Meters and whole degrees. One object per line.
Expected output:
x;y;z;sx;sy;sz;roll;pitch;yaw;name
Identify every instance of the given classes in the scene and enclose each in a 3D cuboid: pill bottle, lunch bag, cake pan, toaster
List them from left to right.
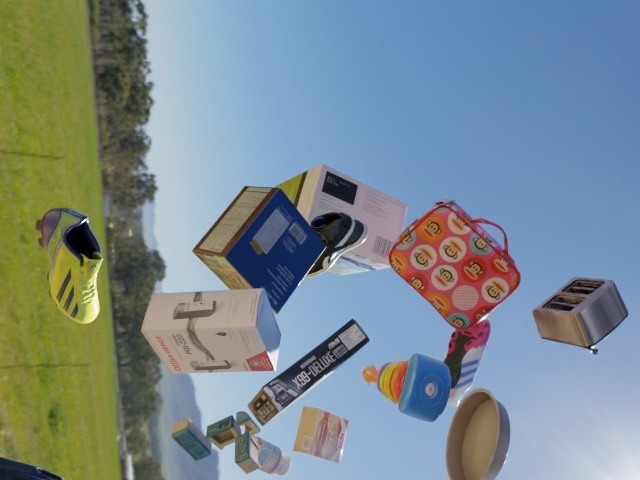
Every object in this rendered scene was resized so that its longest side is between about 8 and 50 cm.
-0.173;0.682;1.894;0.087;0.160;0.087;-37;-148;28;pill bottle
0.344;0.048;1.492;0.293;0.258;0.120;46;17;3;lunch bag
0.456;0.578;1.738;0.293;0.054;0.293;-160;-90;-81;cake pan
0.652;0.182;1.502;0.110;0.168;0.186;62;-20;-13;toaster

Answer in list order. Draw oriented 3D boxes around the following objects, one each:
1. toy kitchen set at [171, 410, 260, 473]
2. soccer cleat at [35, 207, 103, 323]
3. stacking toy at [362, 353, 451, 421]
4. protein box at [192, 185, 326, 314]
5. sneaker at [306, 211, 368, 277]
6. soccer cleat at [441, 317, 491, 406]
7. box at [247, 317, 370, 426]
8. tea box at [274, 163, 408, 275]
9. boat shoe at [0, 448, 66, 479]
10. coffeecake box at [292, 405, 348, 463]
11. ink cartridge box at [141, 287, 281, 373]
-0.274;0.535;1.559;0.122;0.207;0.166;58;10;-29;toy kitchen set
-0.515;0.065;1.281;0.093;0.121;0.289;-58;151;-55;soccer cleat
0.227;0.424;1.802;0.302;0.166;0.175;-4;-115;56;stacking toy
-0.133;0.018;1.346;0.136;0.201;0.199;9;-35;49;protein box
0.000;0.000;1.480;0.217;0.121;0.079;-38;-142;27;sneaker
0.473;0.400;1.990;0.116;0.331;0.143;8;-44;42;soccer cleat
-0.034;0.351;1.581;0.076;0.308;0.242;51;-27;11;box
0.035;-0.051;1.898;0.324;0.329;0.219;-15;-123;60;tea box
-0.788;0.551;1.338;0.186;0.500;0.156;-54;-153;12;boat shoe
0.004;0.632;1.950;0.068;0.185;0.142;-2;-117;36;coffeecake box
-0.199;0.172;1.125;0.158;0.218;0.092;76;16;-46;ink cartridge box
